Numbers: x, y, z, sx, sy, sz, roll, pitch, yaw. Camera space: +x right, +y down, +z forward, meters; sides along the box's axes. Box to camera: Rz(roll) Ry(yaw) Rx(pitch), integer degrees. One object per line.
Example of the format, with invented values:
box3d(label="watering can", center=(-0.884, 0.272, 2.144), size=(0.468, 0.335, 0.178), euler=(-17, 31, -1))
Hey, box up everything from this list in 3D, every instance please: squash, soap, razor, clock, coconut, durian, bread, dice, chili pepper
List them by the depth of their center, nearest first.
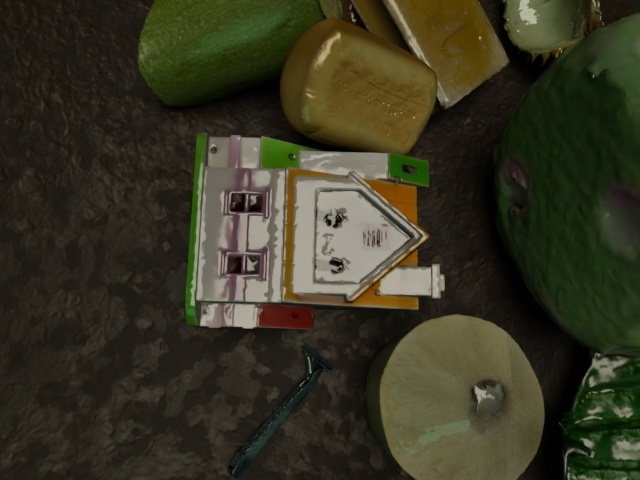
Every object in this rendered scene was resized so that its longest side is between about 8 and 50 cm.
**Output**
box3d(label="coconut", center=(0.159, 0.193, 0.619), size=(0.202, 0.222, 0.202), euler=(1, 75, -5))
box3d(label="dice", center=(0.425, -0.066, 0.620), size=(0.323, 0.318, 0.330), euler=(-13, 59, -11))
box3d(label="clock", center=(0.000, 0.000, 0.665), size=(0.310, 0.166, 0.235), euler=(1, 79, 0))
box3d(label="bread", center=(0.047, -0.191, 0.665), size=(0.217, 0.098, 0.147), euler=(12, 111, -40))
box3d(label="razor", center=(-0.054, 0.232, 0.682), size=(0.066, 0.033, 0.190), euler=(29, 76, 44))
box3d(label="chili pepper", center=(0.488, 0.241, 0.686), size=(0.385, 0.213, 0.167), euler=(-19, 127, 8))
box3d(label="squash", center=(-0.111, -0.307, 0.699), size=(0.261, 0.189, 0.189), euler=(-13, 81, 17))
box3d(label="soap", center=(0.149, -0.326, 0.745), size=(0.160, 0.080, 0.257), euler=(-39, 103, -24))
box3d(label="durian", center=(0.365, -0.355, 0.791), size=(0.145, 0.139, 0.251), euler=(2, 80, -3))

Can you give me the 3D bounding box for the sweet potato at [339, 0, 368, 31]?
box3d(label="sweet potato", center=(0.053, -0.257, 0.771), size=(0.059, 0.067, 0.281), euler=(-4, 84, 29))
